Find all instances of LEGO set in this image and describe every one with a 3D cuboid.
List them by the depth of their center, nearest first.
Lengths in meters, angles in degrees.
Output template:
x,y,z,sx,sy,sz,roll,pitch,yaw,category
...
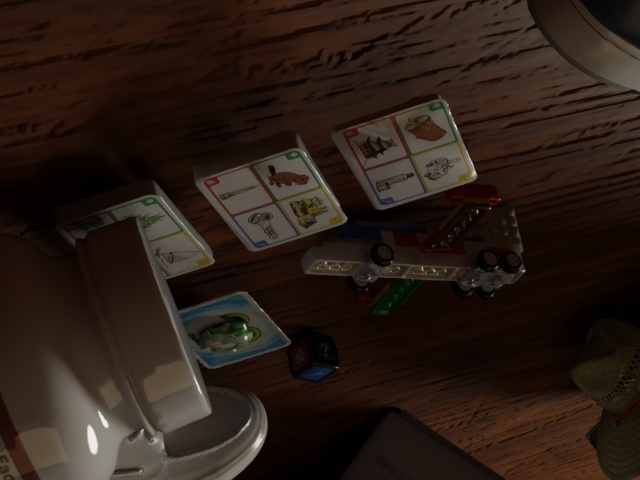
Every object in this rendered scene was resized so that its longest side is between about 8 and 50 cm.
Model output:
x,y,z,sx,sy,sz,roll,pitch,yaw,category
0.000,0.000,0.751,0.182,0.060,0.244,-18,151,11,LEGO set

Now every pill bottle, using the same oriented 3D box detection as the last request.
x,y,z,sx,sy,sz,roll,pitch,yaw,category
-0.162,0.070,0.631,0.216,0.121,0.121,-21,150,-5,pill bottle

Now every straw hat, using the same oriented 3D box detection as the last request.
x,y,z,sx,sy,sz,roll,pitch,yaw,category
0.197,0.083,0.982,0.061,0.144,0.144,32,128,-9,straw hat

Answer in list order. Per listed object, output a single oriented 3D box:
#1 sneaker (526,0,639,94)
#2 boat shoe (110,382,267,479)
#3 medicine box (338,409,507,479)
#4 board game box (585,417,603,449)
x,y,z,sx,sy,sz,roll,pitch,yaw,category
0.221,-0.124,0.656,0.226,0.086,0.163,6,140,-41,sneaker
-0.115,0.104,0.795,0.184,0.066,0.063,-5,147,-15,boat shoe
0.048,0.305,1.031,0.289,0.149,0.263,-52,153,-12,medicine box
0.278,0.076,1.048,0.126,0.026,0.186,-16,152,-47,board game box
